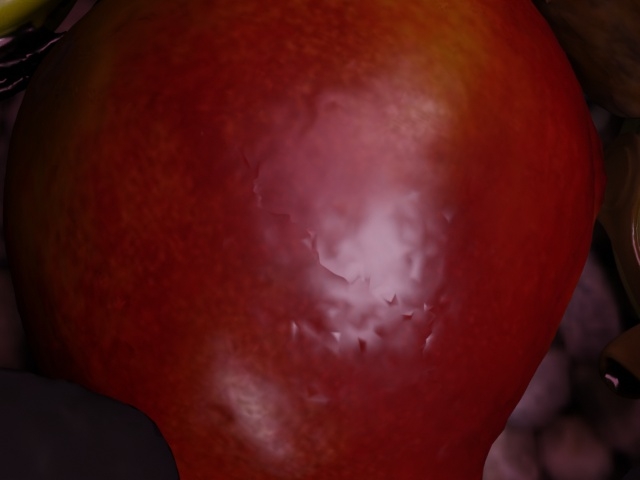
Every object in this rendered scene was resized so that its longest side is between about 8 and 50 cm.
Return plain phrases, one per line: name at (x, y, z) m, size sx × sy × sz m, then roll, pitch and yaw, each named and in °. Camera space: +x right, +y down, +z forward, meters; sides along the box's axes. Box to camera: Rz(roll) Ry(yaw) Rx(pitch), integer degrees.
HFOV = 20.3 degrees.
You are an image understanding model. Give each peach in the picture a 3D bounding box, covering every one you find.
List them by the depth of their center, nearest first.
peach at (0.000, 0.000, 0.551) m, size 0.190 × 0.190 × 0.192 m, roll -25°, pitch 93°, yaw -28°

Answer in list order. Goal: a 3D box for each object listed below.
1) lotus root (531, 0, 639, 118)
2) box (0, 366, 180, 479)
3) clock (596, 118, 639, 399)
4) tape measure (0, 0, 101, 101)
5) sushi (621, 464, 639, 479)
lotus root at (0.122, -0.169, 0.644) m, size 0.180 × 0.199 × 0.188 m, roll 35°, pitch 22°, yaw -36°
box at (-0.199, 0.194, 0.398) m, size 0.350 × 0.091 × 0.359 m, roll 5°, pitch 84°, yaw -30°
clock at (0.189, -0.001, 0.697) m, size 0.170 × 0.069 × 0.232 m, roll 39°, pitch 62°, yaw -7°
tape measure at (-0.147, -0.126, 0.579) m, size 0.186 × 0.112 × 0.199 m, roll -9°, pitch 81°, yaw -18°
sushi at (0.267, 0.078, 0.617) m, size 0.292 × 0.294 × 0.059 m, roll 39°, pitch 18°, yaw -16°
